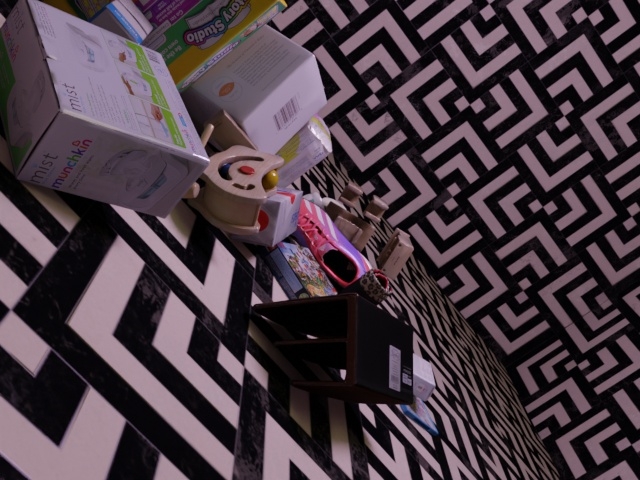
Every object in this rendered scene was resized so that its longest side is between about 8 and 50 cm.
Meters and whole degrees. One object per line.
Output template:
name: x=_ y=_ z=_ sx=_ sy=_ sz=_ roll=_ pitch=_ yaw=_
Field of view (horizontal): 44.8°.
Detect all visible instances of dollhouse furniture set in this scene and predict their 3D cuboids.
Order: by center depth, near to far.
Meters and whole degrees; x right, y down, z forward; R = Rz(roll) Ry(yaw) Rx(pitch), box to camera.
dollhouse furniture set: x=-0.232 y=-0.205 z=1.543 sx=0.144 sy=0.151 sz=0.123 roll=48 pitch=12 yaw=-37
dollhouse furniture set: x=0.111 y=-0.015 z=2.040 sx=0.242 sy=0.212 sz=0.161 roll=31 pitch=11 yaw=-5

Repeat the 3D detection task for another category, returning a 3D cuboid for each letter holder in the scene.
letter holder: x=0.022 y=0.208 z=1.403 sx=0.302 sy=0.215 sz=0.152 roll=35 pitch=53 yaw=-60

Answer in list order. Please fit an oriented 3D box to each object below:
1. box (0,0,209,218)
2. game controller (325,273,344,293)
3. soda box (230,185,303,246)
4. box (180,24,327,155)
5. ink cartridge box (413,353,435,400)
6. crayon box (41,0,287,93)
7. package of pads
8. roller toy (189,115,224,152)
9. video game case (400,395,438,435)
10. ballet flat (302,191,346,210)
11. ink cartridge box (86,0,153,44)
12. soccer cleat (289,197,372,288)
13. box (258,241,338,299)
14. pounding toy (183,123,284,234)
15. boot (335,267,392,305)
box: x=-0.310 y=-0.184 z=1.076 sx=0.231 sy=0.127 sz=0.262 roll=14 pitch=37 yaw=-45
game controller: x=0.070 y=0.146 z=1.988 sx=0.166 sy=0.067 sz=0.319 roll=39 pitch=10 yaw=3
soda box: x=-0.108 y=-0.059 z=1.656 sx=0.091 sy=0.098 sz=0.286 roll=11 pitch=9 yaw=6
box: x=-0.190 y=-0.353 z=1.661 sx=0.345 sy=0.215 sz=0.168 roll=38 pitch=-15 yaw=25
ink cartridge box: x=0.173 y=0.294 z=1.933 sx=0.232 sy=0.066 sz=0.189 roll=27 pitch=9 yaw=1
crayon box: x=-0.304 y=-0.465 z=1.486 sx=0.313 sy=0.363 sz=0.106 roll=52 pitch=11 yaw=-6
package of pads: x=-0.078 y=-0.232 z=2.053 sx=0.101 sy=0.229 sz=0.296 roll=50 pitch=12 yaw=-15
roller toy: x=-0.220 y=-0.289 z=1.855 sx=0.209 sy=0.146 sz=0.191 roll=49 pitch=12 yaw=34
video game case: x=0.227 y=0.405 z=1.915 sx=0.166 sy=0.015 sz=0.119 roll=43 pitch=15 yaw=-43
ballet flat: x=0.034 y=-0.038 z=2.179 sx=0.139 sy=0.139 sz=0.400 roll=59 pitch=12 yaw=25
ink cartridge box: x=-0.381 y=-0.343 z=1.355 sx=0.086 sy=0.148 sz=0.203 roll=48 pitch=13 yaw=-20
soccer cleat: x=0.000 y=0.000 z=1.890 sx=0.318 sy=0.108 sz=0.116 roll=45 pitch=8 yaw=13
box: x=-0.038 y=0.083 z=1.731 sx=0.159 sy=0.044 sz=0.233 roll=56 pitch=11 yaw=14
pounding toy: x=-0.145 y=-0.117 z=1.395 sx=0.154 sy=0.154 sz=0.269 roll=26 pitch=30 yaw=17
boot: x=0.085 y=0.144 z=1.697 sx=0.085 sy=0.179 sz=0.236 roll=57 pitch=12 yaw=18
